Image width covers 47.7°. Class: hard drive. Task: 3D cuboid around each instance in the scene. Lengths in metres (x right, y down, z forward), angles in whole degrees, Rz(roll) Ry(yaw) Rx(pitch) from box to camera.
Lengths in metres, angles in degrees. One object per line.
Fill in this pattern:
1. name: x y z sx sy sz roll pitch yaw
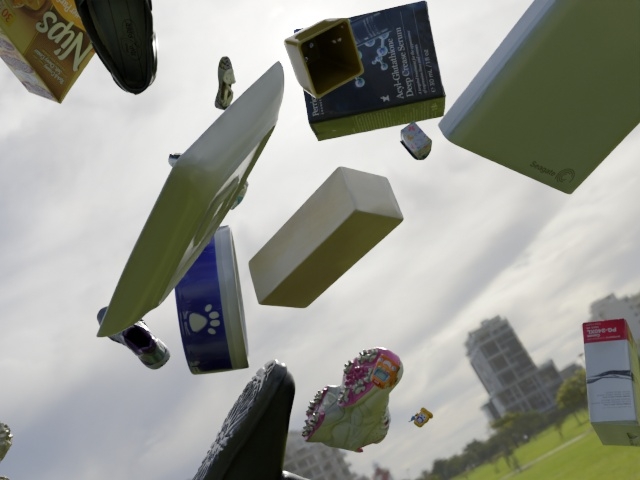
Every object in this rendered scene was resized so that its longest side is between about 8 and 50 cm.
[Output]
1. hard drive: 0.333 -0.224 0.849 0.233 0.047 0.353 17 -54 -30

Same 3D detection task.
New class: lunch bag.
1. lunch bag: 0.223 -0.228 1.700 0.053 0.071 0.083 -37 -17 -4

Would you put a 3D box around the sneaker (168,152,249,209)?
1. sneaker: -0.234 -0.124 1.519 0.237 0.085 0.086 26 -97 -58

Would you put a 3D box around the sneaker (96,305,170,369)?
1. sneaker: -0.428 0.195 1.618 0.083 0.224 0.098 -49 -29 -22

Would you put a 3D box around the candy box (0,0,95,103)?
1. candy box: -0.512 -0.411 1.285 0.182 0.088 0.316 -63 -15 -18

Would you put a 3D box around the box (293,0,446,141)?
1. box: 0.146 -0.490 2.129 0.396 0.293 0.212 -11 -8 7

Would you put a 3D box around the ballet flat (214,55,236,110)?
1. ballet flat: -0.189 -0.316 1.471 0.041 0.041 0.114 -13 -50 -36

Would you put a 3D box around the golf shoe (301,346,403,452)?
1. golf shoe: 0.083 0.293 1.301 0.306 0.140 0.115 -51 15 47

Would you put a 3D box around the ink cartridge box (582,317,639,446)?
1. ink cartridge box: 0.413 0.201 1.015 0.063 0.150 0.109 -9 -35 27

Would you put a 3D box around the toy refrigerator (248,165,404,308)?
1. toy refrigerator: 0.000 0.000 1.156 0.102 0.094 0.269 9 -39 -37

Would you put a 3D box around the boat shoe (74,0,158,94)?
1. boat shoe: -0.339 -0.396 1.181 0.127 0.113 0.340 -8 -58 -10

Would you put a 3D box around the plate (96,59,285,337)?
1. plate: -0.133 -0.043 0.821 0.278 0.045 0.277 -56 3 37

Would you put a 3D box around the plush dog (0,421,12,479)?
1. plush dog: -0.496 0.408 1.030 0.210 0.262 0.225 -44 -4 -47

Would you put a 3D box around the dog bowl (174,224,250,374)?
1. dog bowl: -0.196 0.108 1.315 0.104 0.264 0.265 -8 -23 -5

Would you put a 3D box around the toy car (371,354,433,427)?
1. toy car: 0.122 0.230 1.089 0.040 0.122 0.060 -40 -12 -32

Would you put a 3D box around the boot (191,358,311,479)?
1. boot: 0.005 0.473 1.355 0.367 0.445 0.146 -59 9 6

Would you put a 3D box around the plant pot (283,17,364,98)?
1. plant pot: -0.005 -0.253 0.978 0.081 0.083 0.081 -32 -55 -16
